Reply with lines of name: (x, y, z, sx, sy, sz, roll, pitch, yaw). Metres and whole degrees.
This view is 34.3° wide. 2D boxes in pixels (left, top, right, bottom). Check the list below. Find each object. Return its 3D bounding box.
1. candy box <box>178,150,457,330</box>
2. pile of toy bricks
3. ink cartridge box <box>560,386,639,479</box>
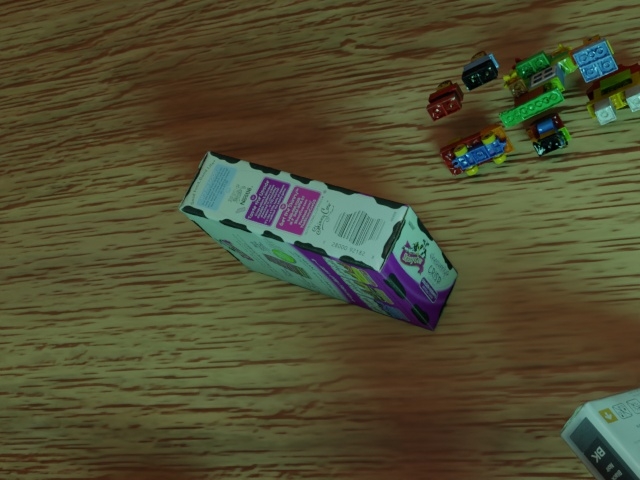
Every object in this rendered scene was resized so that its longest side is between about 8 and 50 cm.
candy box: (0.000, 0.000, 1.014, 0.233, 0.159, 0.071, 16, 74, 30)
pile of toy bricks: (0.210, -0.154, 1.031, 0.212, 0.118, 0.105, -22, 27, 25)
ink cartridge box: (0.315, 0.188, 0.763, 0.208, 0.206, 0.045, 52, 133, 35)
